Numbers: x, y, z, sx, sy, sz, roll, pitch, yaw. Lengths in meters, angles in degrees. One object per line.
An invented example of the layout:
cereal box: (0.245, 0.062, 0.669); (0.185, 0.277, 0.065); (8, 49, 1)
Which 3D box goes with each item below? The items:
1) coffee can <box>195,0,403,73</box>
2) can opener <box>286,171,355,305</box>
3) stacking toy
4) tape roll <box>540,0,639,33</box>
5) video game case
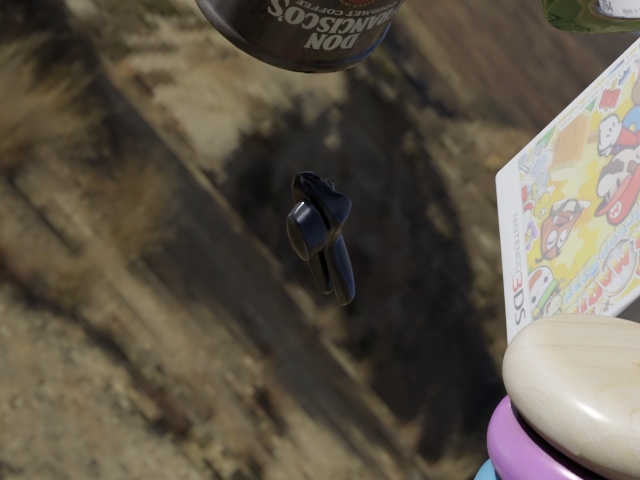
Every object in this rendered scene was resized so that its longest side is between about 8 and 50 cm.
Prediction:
coffee can: (0.019, -0.305, 1.689); (0.201, 0.201, 0.275); (50, -37, 12)
can opener: (0.000, 0.000, 1.892); (0.059, 0.073, 0.186); (43, -16, 29)
stacking toy: (0.105, 0.207, 0.957); (0.141, 0.330, 0.141); (17, 20, -6)
tape roll: (0.351, -0.270, 1.761); (0.321, 0.321, 0.077); (30, 48, -77)
video game case: (0.199, -0.027, 1.348); (0.026, 0.227, 0.206); (21, 47, -24)
